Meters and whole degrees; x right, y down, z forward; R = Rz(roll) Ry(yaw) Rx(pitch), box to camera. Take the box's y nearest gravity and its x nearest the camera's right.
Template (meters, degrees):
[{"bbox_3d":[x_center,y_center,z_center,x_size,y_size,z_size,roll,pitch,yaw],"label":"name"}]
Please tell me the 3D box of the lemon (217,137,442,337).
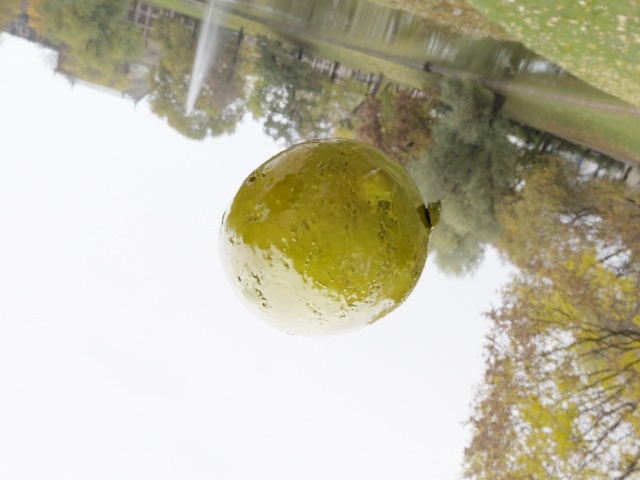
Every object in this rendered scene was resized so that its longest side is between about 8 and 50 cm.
[{"bbox_3d":[0.000,0.000,0.496,0.173,0.206,0.174,37,-146,-31],"label":"lemon"}]
